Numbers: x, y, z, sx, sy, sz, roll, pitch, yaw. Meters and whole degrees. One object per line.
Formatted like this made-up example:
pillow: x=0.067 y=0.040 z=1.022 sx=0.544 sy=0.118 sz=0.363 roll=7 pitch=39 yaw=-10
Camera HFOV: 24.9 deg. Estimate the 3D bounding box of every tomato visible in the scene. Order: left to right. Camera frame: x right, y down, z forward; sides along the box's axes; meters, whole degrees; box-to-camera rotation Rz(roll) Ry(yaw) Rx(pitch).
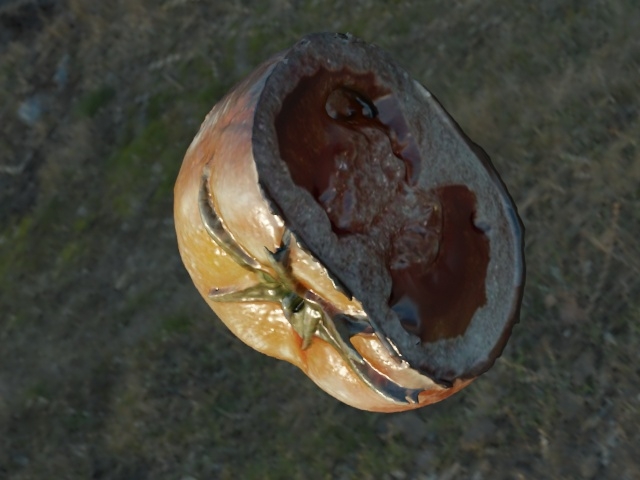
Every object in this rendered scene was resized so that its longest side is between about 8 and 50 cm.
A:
tomato: x=0.000 y=0.000 z=0.845 sx=0.155 sy=0.214 sz=0.181 roll=-21 pitch=23 yaw=48
